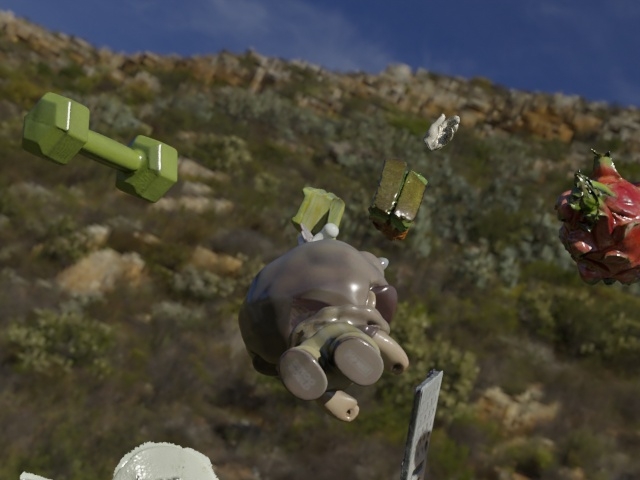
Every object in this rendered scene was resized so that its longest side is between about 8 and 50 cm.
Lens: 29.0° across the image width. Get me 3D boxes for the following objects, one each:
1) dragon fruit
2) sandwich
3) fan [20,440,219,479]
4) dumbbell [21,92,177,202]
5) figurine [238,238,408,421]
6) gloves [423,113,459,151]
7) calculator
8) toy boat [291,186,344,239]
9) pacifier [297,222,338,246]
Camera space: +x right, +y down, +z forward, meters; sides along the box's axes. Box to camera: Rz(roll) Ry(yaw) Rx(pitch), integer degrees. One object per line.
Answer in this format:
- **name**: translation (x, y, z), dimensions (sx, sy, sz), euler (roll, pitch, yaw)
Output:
- **dragon fruit**: translation (0.358, -0.033, 1.562), dimensions (0.135, 0.137, 0.236), euler (-30, -47, 18)
- **sandwich**: translation (0.147, -0.064, 2.545), dimensions (0.109, 0.184, 0.160), euler (24, -49, 2)
- **fan**: translation (-0.396, 0.509, 2.493), dimensions (0.415, 0.233, 0.012), euler (7, -33, -16)
- **dumbbell**: translation (-0.372, -0.155, 2.120), dimensions (0.121, 0.108, 0.302), euler (21, -2, 37)
- **figurine**: translation (-0.001, 0.122, 1.676), dimensions (0.203, 0.248, 0.380), euler (47, 5, -12)
- **gloves**: translation (0.190, -0.172, 1.981), dimensions (0.044, 0.081, 0.037), euler (54, 15, -10)
- **calculator**: translation (0.185, 0.383, 2.339), dimensions (0.021, 0.261, 0.161), euler (11, 10, 17)
- **toy boat**: translation (0.000, -0.056, 2.718), dimensions (0.084, 0.111, 0.276), euler (17, -2, 7)
- **pacifier**: translation (0.000, 0.000, 2.194), dimensions (0.081, 0.078, 0.099), euler (52, 8, -20)
